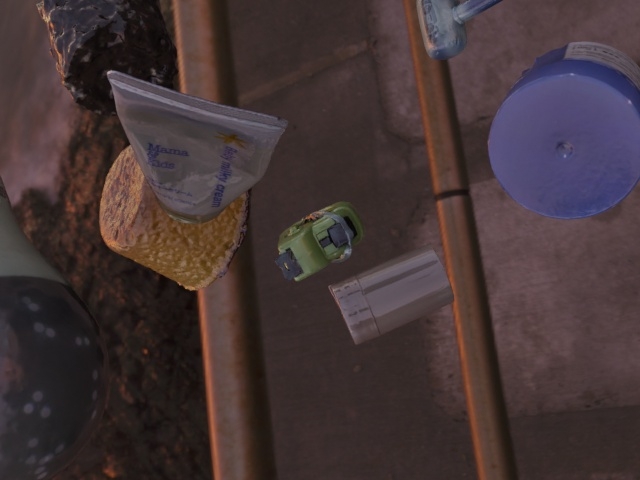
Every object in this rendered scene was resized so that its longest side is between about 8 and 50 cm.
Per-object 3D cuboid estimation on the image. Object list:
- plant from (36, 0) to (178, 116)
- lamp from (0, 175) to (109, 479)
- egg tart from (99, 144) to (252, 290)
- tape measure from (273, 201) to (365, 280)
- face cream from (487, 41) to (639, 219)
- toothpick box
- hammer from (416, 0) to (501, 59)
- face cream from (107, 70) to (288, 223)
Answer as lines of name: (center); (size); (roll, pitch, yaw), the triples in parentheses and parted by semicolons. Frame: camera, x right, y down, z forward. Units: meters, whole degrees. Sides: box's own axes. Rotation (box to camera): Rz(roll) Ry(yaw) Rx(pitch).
plant: (-0.390, -0.391, 1.366); (0.213, 0.215, 0.312); (-22, 61, -14)
lamp: (-0.269, 0.040, 0.576); (0.181, 0.182, 0.314); (-18, 86, 33)
egg tart: (-0.207, -0.041, 1.081); (0.215, 0.170, 0.215); (-20, 64, 46)
tape measure: (0.000, 0.000, 1.435); (0.175, 0.200, 0.106); (-28, 97, 0)
face cream: (0.426, -0.190, 1.286); (0.248, 0.225, 0.249); (12, 121, 21)
toothpick box: (0.116, 0.089, 1.256); (0.180, 0.111, 0.111); (-23, 68, -1)
hammer: (0.231, -0.359, 1.160); (0.193, 0.069, 0.116); (-20, 77, 48)
face cream: (-0.095, -0.066, 0.570); (0.224, 0.114, 0.070); (141, 142, -76)
